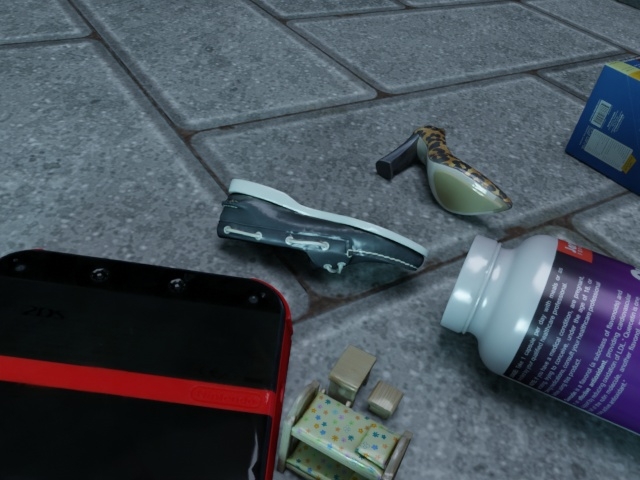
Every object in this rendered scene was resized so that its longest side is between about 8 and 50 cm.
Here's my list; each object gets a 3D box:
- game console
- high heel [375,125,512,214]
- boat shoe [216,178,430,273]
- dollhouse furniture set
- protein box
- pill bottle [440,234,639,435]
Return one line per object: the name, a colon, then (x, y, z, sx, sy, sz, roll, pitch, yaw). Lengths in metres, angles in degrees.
game console: (-0.233, 0.156, 0.614, 0.387, 0.060, 0.341, 8, 44, -1)
high heel: (0.254, -0.138, 1.022, 0.261, 0.093, 0.186, 27, 48, 34)
boat shoe: (0.000, 0.000, 0.816, 0.303, 0.091, 0.114, 18, -4, 12)
dollhouse furniture set: (0.077, 0.192, 0.583, 0.182, 0.101, 0.161, 24, 41, 17)
protein box: (0.640, -0.225, 1.125, 0.136, 0.199, 0.201, -20, 48, -31)
pill bottle: (0.317, 0.107, 0.673, 0.323, 0.181, 0.181, 22, 41, 15)
